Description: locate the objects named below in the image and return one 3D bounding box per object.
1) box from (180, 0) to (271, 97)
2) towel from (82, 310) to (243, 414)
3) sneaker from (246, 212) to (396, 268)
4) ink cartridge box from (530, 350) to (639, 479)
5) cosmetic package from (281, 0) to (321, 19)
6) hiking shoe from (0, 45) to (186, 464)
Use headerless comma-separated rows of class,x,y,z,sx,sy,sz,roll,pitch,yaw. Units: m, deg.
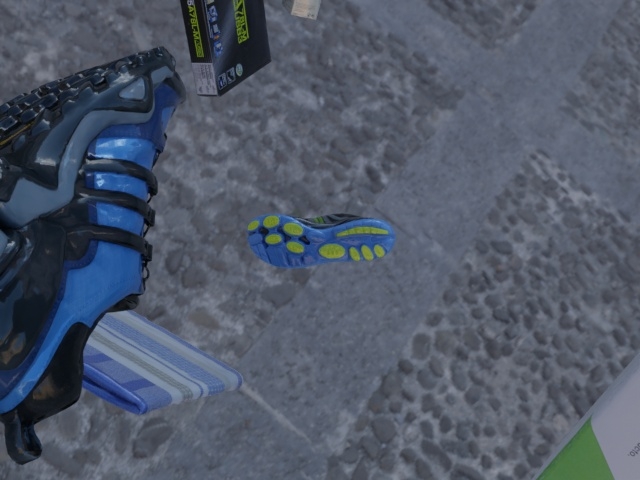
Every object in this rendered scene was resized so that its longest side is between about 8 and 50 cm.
box,-0.139,-0.333,1.179,0.045,0.190,0.184,7,30,24
towel,-0.220,0.132,0.903,0.209,0.034,0.285,26,2,14
sneaker,0.000,0.000,0.979,0.188,0.078,0.067,0,92,10
ink cartridge box,0.253,0.160,0.374,0.273,0.198,0.115,40,32,20
cosmetic package,-0.017,-0.377,1.112,0.041,0.115,0.060,6,31,-22
hiking shoe,-0.156,-0.018,0.494,0.304,0.113,0.132,-67,140,-52
